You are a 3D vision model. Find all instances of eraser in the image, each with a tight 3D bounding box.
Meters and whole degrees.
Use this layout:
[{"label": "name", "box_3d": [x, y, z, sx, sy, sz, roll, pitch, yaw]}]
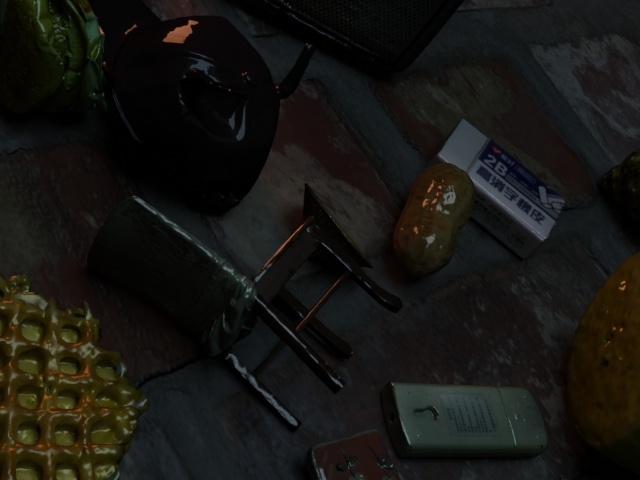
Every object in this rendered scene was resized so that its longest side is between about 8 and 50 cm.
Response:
[{"label": "eraser", "box_3d": [0.270, -0.082, 1.706, 0.210, 0.068, 0.124, 39, 45, -1]}]

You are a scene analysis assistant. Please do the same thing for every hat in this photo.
[{"label": "hat", "box_3d": [0.000, 0.000, 1.464, 0.146, 0.067, 0.146, 52, 3, -3]}, {"label": "hat", "box_3d": [-0.146, -0.228, 1.411, 0.238, 0.209, 0.336, 3, 55, -56]}]

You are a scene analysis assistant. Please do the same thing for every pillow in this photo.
[{"label": "pillow", "box_3d": [0.070, 0.329, 1.251, 0.126, 0.043, 0.233, -9, 62, -40]}]

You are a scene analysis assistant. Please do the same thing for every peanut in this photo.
[{"label": "peanut", "box_3d": [0.161, -0.033, 1.564, 0.095, 0.108, 0.226, 28, 46, 0]}]

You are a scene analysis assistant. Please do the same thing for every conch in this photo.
[{"label": "conch", "box_3d": [0.578, -0.076, 1.882, 0.181, 0.124, 0.187, 47, 19, 20]}]

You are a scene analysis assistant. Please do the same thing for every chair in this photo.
[{"label": "chair", "box_3d": [-0.090, 0.050, 1.291, 0.319, 0.160, 0.186, 41, 48, 0]}]

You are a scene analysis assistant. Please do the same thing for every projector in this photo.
[{"label": "projector", "box_3d": [0.034, -0.520, 1.781, 0.405, 0.242, 0.395, 26, 43, -17]}]

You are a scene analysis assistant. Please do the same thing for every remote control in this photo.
[{"label": "remote control", "box_3d": [0.188, 0.231, 1.415, 0.233, 0.038, 0.098, 7, 52, -29]}]

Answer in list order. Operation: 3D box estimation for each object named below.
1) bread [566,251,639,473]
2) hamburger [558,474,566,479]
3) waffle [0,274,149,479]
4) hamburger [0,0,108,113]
[{"label": "bread", "box_3d": [0.524, 0.179, 1.488, 0.307, 0.348, 0.348, 22, 46, -9]}, {"label": "hamburger", "box_3d": [0.305, 0.426, 1.196, 0.277, 0.195, 0.318, 38, 44, -25]}, {"label": "waffle", "box_3d": [-0.331, 0.158, 1.099, 0.329, 0.062, 0.329, 18, 47, -20]}, {"label": "hamburger", "box_3d": [-0.330, -0.235, 1.322, 0.125, 0.214, 0.235, -17, 72, -29]}]
